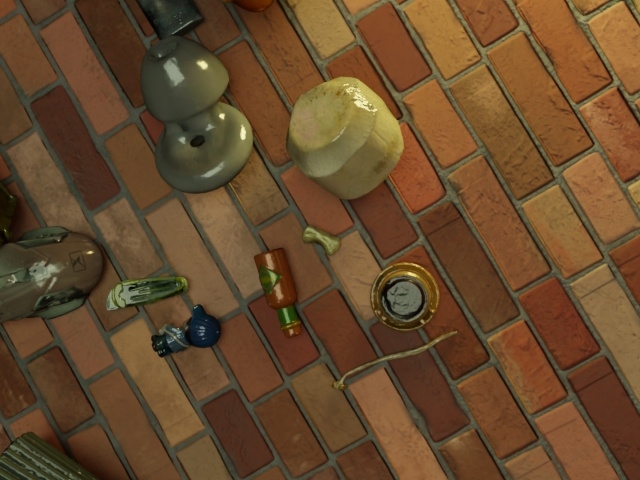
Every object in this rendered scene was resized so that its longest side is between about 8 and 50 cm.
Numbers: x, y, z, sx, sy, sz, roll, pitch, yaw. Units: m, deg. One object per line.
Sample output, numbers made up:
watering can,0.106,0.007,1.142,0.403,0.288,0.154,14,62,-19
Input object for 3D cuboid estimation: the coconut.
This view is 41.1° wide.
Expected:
coconut,0.051,-0.202,1.698,0.241,0.241,0.241,0,90,7

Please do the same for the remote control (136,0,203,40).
remote control,-0.390,-0.605,1.834,0.107,0.044,0.377,-31,87,2

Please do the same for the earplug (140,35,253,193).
earplug,-0.264,-0.256,1.750,0.214,0.175,0.325,-17,88,9

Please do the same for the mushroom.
mushroom,0.153,0.244,1.774,0.286,0.026,0.028,-27,102,5

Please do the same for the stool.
stool,-0.533,0.597,1.730,0.330,0.297,0.297,29,93,3

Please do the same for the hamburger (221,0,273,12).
hamburger,-0.176,-0.645,1.639,0.277,0.396,0.395,-39,85,6

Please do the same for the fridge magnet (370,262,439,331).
fridge magnet,0.172,0.116,1.749,0.143,0.063,0.143,0,93,7

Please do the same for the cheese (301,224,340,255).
cheese,0.000,0.000,1.788,0.083,0.030,0.044,24,87,1

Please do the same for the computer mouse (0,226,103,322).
computer mouse,-0.655,0.084,1.832,0.389,0.115,0.199,-17,85,6

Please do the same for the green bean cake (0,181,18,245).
green bean cake,-0.801,-0.117,1.802,0.202,0.285,0.310,-33,117,6

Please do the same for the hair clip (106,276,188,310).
hair clip,-0.372,0.107,1.834,0.189,0.033,0.060,-10,86,10

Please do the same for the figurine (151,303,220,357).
figurine,-0.285,0.198,1.804,0.149,0.087,0.086,-24,124,7

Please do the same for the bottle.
bottle,-0.082,0.111,1.779,0.069,0.069,0.187,-18,88,7
